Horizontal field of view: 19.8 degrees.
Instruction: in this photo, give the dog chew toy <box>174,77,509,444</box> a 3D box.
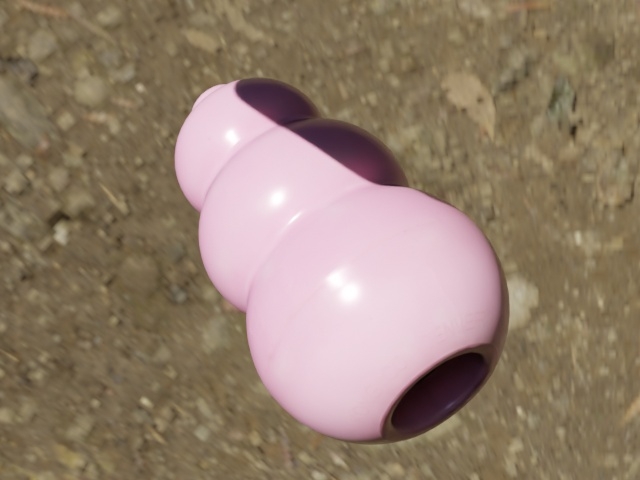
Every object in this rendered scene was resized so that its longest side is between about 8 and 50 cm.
[{"bbox_3d":[0.000,0.000,1.449,0.207,0.206,0.332,-37,61,-2],"label":"dog chew toy"}]
